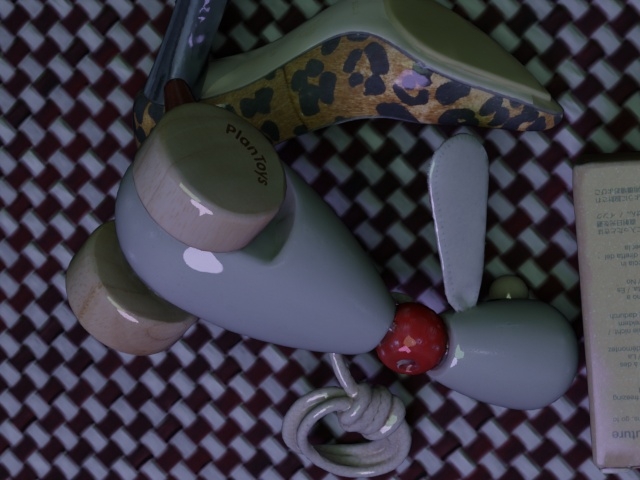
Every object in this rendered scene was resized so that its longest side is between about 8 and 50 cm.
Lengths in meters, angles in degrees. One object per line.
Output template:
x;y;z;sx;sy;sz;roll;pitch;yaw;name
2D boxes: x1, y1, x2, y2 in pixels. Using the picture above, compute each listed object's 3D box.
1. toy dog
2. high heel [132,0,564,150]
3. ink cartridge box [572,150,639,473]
0.000;0.000;0.881;0.220;0.333;0.161;-25;47;30;toy dog
0.011;-0.077;0.936;0.261;0.093;0.186;21;124;-4;high heel
0.278;0.035;0.871;0.234;0.088;0.193;-3;98;11;ink cartridge box
